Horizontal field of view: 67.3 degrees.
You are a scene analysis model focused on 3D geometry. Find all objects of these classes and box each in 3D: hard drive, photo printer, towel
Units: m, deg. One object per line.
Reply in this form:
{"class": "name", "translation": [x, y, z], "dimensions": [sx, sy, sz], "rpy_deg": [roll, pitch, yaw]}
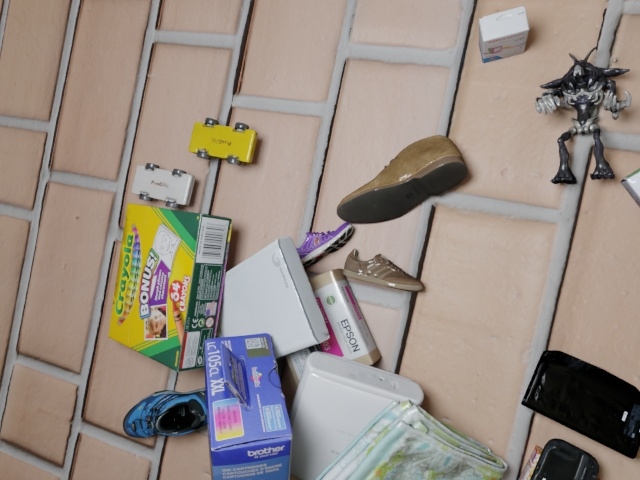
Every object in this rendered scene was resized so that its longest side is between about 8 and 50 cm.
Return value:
{"class": "hard drive", "translation": [-0.145, 0.163, 1.114], "dimensions": [0.353, 0.047, 0.232], "rpy_deg": [-30, 78, 43]}
{"class": "photo printer", "translation": [0.053, 0.415, 1.045], "dimensions": [0.256, 0.107, 0.307], "rpy_deg": [18, 110, 2]}
{"class": "towel", "translation": [0.159, 0.515, 0.974], "dimensions": [0.321, 0.090, 0.374], "rpy_deg": [35, 102, -24]}

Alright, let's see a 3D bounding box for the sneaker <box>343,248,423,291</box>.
{"class": "sneaker", "translation": [0.145, 0.067, 1.096], "dimensions": [0.189, 0.066, 0.071], "rpy_deg": [12, 87, 17]}

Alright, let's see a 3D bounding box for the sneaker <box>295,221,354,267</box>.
{"class": "sneaker", "translation": [0.000, 0.000, 1.147], "dimensions": [0.170, 0.068, 0.071], "rpy_deg": [-31, 73, 15]}

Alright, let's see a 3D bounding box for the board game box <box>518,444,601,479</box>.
{"class": "board game box", "translation": [0.501, 0.534, 0.972], "dimensions": [0.194, 0.045, 0.146], "rpy_deg": [26, 96, 17]}

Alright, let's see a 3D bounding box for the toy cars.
{"class": "toy cars", "translation": [-0.318, -0.193, 1.251], "dimensions": [0.394, 0.087, 0.176], "rpy_deg": [-30, 74, 18]}

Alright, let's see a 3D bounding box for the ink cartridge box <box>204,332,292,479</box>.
{"class": "ink cartridge box", "translation": [-0.155, 0.382, 0.988], "dimensions": [0.151, 0.270, 0.395], "rpy_deg": [-3, 123, -15]}

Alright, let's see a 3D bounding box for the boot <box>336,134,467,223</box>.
{"class": "boot", "translation": [0.173, -0.134, 1.095], "dimensions": [0.306, 0.112, 0.115], "rpy_deg": [-24, 50, 21]}

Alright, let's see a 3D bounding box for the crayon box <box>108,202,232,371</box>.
{"class": "crayon box", "translation": [-0.384, 0.102, 1.201], "dimensions": [0.313, 0.106, 0.362], "rpy_deg": [9, 90, 37]}

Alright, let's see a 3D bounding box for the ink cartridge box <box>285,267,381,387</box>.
{"class": "ink cartridge box", "translation": [0.002, 0.207, 1.126], "dimensions": [0.193, 0.088, 0.234], "rpy_deg": [-27, 79, 17]}

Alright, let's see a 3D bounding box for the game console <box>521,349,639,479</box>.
{"class": "game console", "translation": [0.480, 0.415, 0.946], "dimensions": [0.213, 0.044, 0.361], "rpy_deg": [25, 82, 18]}

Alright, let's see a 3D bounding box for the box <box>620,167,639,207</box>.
{"class": "box", "translation": [0.737, -0.091, 0.858], "dimensions": [0.262, 0.127, 0.231], "rpy_deg": [-35, 79, 25]}

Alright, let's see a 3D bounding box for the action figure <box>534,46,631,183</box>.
{"class": "action figure", "translation": [0.517, -0.255, 0.947], "dimensions": [0.164, 0.141, 0.275], "rpy_deg": [-3, 89, 30]}

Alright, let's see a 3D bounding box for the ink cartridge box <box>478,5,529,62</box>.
{"class": "ink cartridge box", "translation": [0.380, -0.426, 1.005], "dimensions": [0.089, 0.122, 0.052], "rpy_deg": [-10, 85, 18]}

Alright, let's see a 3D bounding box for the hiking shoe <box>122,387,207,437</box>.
{"class": "hiking shoe", "translation": [-0.396, 0.442, 1.225], "dimensions": [0.304, 0.132, 0.113], "rpy_deg": [-20, 82, 17]}
